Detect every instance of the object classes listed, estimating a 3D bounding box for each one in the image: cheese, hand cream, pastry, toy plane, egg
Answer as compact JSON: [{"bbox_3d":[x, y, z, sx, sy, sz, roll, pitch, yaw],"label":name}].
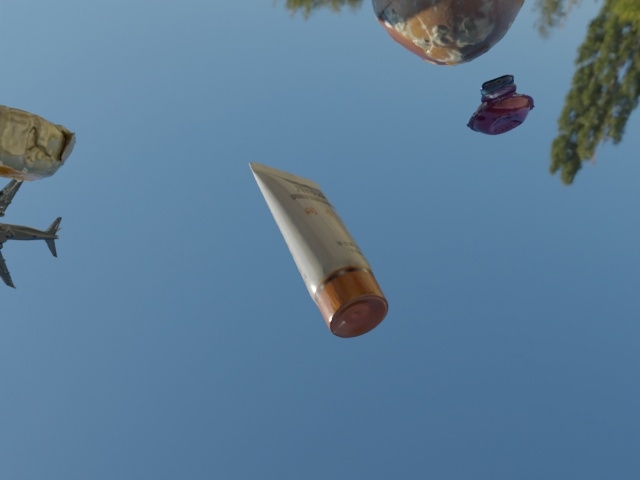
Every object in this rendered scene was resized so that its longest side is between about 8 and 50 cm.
[{"bbox_3d":[0.241,-0.179,1.060,0.095,0.145,0.038,-21,-112,8],"label":"cheese"},{"bbox_3d":[0.000,0.000,1.134,0.140,0.089,0.314,13,-147,-41],"label":"hand cream"},{"bbox_3d":[-0.432,-0.135,1.106,0.166,0.088,0.166,10,173,1],"label":"pastry"},{"bbox_3d":[-0.572,-0.019,1.395,0.226,0.226,0.058,4,-157,-26],"label":"toy plane"},{"bbox_3d":[0.154,-0.317,0.950,0.195,0.195,0.233,20,168,6],"label":"egg"}]
